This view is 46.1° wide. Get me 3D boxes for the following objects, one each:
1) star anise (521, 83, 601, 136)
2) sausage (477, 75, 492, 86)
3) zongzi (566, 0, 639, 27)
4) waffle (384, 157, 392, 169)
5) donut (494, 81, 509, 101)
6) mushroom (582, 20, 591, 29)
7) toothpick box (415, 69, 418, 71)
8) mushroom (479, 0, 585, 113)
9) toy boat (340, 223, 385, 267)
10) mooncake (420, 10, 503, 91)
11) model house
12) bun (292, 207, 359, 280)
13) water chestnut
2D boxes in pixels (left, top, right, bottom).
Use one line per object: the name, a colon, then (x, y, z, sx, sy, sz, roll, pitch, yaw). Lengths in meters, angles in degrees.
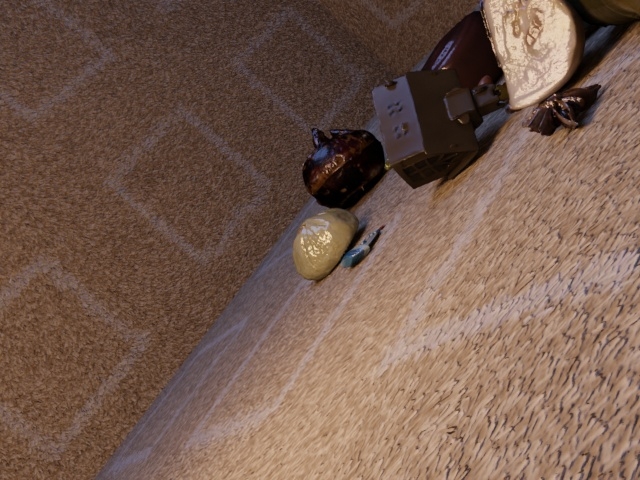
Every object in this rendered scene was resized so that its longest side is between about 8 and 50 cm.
star anise: (0.371, -0.201, 1.193, 0.129, 0.056, 0.124, -14, 31, 50)
sausage: (0.374, -0.333, 1.875, 0.186, 0.043, 0.043, -51, 8, -11)
zongzi: (0.571, -0.516, 1.220, 0.360, 0.160, 0.323, -49, 9, 11)
waffle: (0.281, -0.319, 2.282, 0.214, 0.054, 0.208, -42, 8, 46)
donut: (0.414, -0.349, 1.671, 0.038, 0.067, 0.083, -19, -61, -71)
mushroom: (0.506, -0.445, 1.516, 0.328, 0.122, 0.159, -42, 47, 48)
toothpick box: (0.277, -0.337, 1.936, 0.111, 0.180, 0.111, -47, 10, 10)
mushroom: (0.423, -0.378, 1.381, 0.162, 0.236, 0.173, -17, 2, -43)
toy boat: (0.109, 0.014, 1.779, 0.149, 0.034, 0.105, -38, 3, -10)
mooncake: (0.385, -0.482, 2.079, 0.326, 0.174, 0.334, -54, 10, -19)
model house: (0.271, -0.245, 1.581, 0.243, 0.204, 0.211, -22, 63, 23)
bun: (0.000, 0.000, 2.016, 0.220, 0.134, 0.220, -52, 9, 11)
water chestnut: (0.055, -0.252, 2.432, 0.300, 0.300, 0.300, -48, 8, 9)
